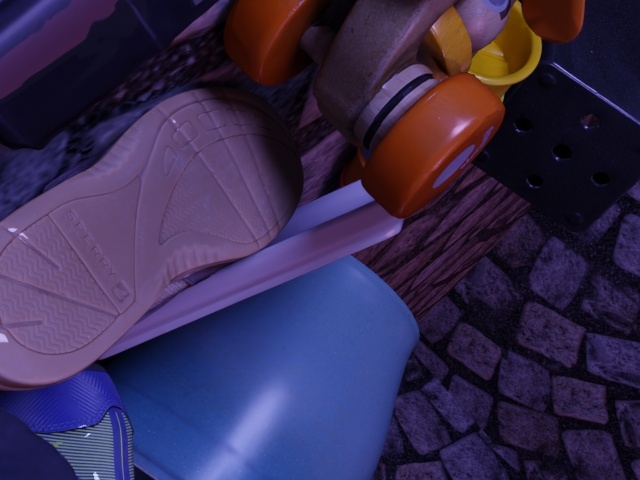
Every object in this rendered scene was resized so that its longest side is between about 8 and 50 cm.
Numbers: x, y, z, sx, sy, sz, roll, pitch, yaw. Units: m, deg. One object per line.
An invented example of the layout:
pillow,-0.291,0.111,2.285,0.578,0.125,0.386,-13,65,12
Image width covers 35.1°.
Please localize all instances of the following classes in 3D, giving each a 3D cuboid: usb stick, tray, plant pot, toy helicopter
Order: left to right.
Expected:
usb stick,-0.036,-0.140,0.402,0.278,0.045,0.077,-41,155,-4
tray,-0.049,0.015,0.677,0.270,0.030,0.145,-23,-173,11
plant pot,-0.052,0.134,0.906,0.255,0.272,0.271,-54,173,-19
toy helicopter,0.118,-0.188,0.527,0.235,0.140,0.355,-31,161,-49
plant pot,0.231,-0.121,0.889,0.187,0.188,0.167,-53,-176,46

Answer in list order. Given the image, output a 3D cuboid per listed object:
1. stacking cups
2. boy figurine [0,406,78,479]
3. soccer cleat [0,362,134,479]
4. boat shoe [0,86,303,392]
stacking cups,0.077,-0.085,0.879,0.096,0.096,0.316,-35,168,-30
boy figurine,-0.229,0.188,0.511,0.285,0.092,0.177,-47,-169,41
soccer cleat,-0.236,0.175,0.629,0.289,0.121,0.093,-33,157,19
boat shoe,-0.109,-0.005,0.561,0.092,0.103,0.285,-20,-165,36
